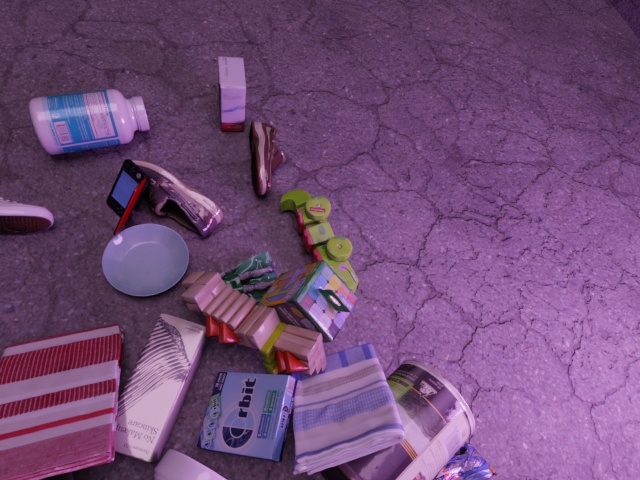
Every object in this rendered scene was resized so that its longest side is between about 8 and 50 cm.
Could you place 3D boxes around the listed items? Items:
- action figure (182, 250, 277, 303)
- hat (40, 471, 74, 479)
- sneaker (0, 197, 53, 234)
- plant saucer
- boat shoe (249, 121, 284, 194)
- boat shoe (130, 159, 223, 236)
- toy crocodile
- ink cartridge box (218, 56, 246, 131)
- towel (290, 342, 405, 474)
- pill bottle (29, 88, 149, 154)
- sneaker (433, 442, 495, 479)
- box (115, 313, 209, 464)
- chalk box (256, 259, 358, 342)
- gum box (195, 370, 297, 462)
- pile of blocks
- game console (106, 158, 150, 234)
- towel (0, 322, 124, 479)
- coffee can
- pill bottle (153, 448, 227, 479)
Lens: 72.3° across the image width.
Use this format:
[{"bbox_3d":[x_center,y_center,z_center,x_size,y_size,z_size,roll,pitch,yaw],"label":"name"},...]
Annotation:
[{"bbox_3d":[-0.215,0.113,1.061,0.233,0.063,0.137,-16,69,-17],"label":"action figure"},{"bbox_3d":[-0.560,0.485,0.730,0.332,0.133,0.331,0,47,0],"label":"hat"},{"bbox_3d":[-0.776,-0.085,1.016,0.291,0.105,0.122,1,64,-11],"label":"sneaker"},{"bbox_3d":[-0.419,0.050,1.061,0.195,0.037,0.194,5,61,-10],"label":"plant saucer"},{"bbox_3d":[-0.147,-0.240,1.255,0.095,0.095,0.257,2,60,-18],"label":"boat shoe"},{"bbox_3d":[-0.392,-0.106,1.120,0.286,0.102,0.092,30,54,-2],"label":"boat shoe"},{"bbox_3d":[0.000,0.000,1.140,0.105,0.115,0.340,-20,65,-16],"label":"toy crocodile"},{"bbox_3d":[-0.260,-0.425,1.283,0.073,0.175,0.127,-2,62,-14],"label":"ink cartridge box"},{"bbox_3d":[0.037,0.319,0.880,0.210,0.034,0.285,-19,22,2],"label":"towel"},{"bbox_3d":[-0.603,-0.320,1.165,0.265,0.146,0.146,-15,65,-21],"label":"pill bottle"},{"bbox_3d":[0.262,0.509,0.942,0.222,0.083,0.087,-11,51,-24],"label":"sneaker"},{"bbox_3d":[-0.333,0.301,0.905,0.113,0.094,0.274,17,58,-2],"label":"box"},{"bbox_3d":[-0.018,0.139,0.971,0.132,0.213,0.132,51,49,-17],"label":"chalk box"},{"bbox_3d":[-0.149,0.352,0.891,0.185,0.041,0.156,-6,55,28],"label":"gum box"},{"bbox_3d":[-0.162,0.203,0.939,0.363,0.148,0.112,29,46,10],"label":"pile of blocks"},{"bbox_3d":[-0.484,-0.108,1.063,0.124,0.144,0.085,41,22,12],"label":"game console"},{"bbox_3d":[-0.503,0.296,0.821,0.237,0.037,0.329,-9,34,-15],"label":"towel"},{"bbox_3d":[0.147,0.409,0.891,0.276,0.201,0.201,-33,73,-27],"label":"coffee can"},{"bbox_3d":[-0.289,0.552,0.702,0.210,0.210,0.362,29,54,4],"label":"pill bottle"}]
